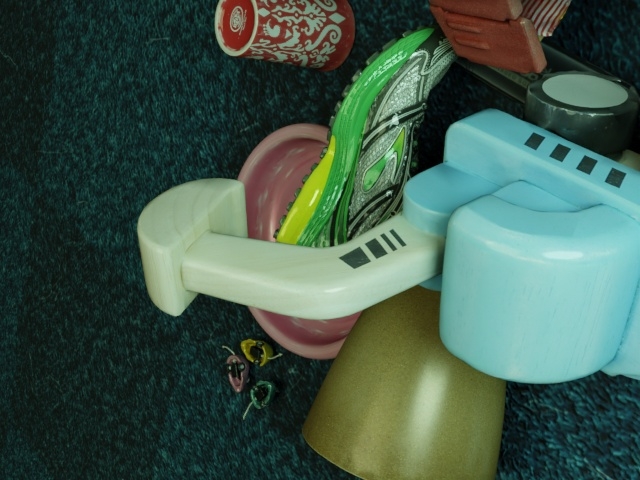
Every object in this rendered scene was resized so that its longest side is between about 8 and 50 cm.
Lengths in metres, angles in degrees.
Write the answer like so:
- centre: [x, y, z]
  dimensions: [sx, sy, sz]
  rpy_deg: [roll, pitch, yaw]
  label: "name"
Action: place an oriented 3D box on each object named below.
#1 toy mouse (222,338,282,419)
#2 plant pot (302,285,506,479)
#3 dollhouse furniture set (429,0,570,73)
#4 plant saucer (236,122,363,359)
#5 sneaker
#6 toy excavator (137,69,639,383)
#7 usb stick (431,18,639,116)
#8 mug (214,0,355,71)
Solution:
- centre: [-0.111, 0.229, 1.310]
  dimensions: [0.161, 0.031, 0.143]
  rpy_deg: [16, 107, 44]
  label: "toy mouse"
- centre: [0.127, 0.143, 0.938]
  dimensions: [0.237, 0.237, 0.254]
  rpy_deg: [20, 95, 42]
  label: "plant pot"
- centre: [0.287, -0.252, 0.682]
  dimensions: [0.374, 0.152, 0.201]
  rpy_deg: [25, 75, 42]
  label: "dollhouse furniture set"
- centre: [0.000, 0.000, 1.127]
  dimensions: [0.332, 0.084, 0.332]
  rpy_deg: [7, 100, 45]
  label: "plant saucer"
- centre: [0.081, -0.090, 0.932]
  dimensions: [0.146, 0.134, 0.343]
  rpy_deg: [29, 103, 17]
  label: "sneaker"
- centre: [0.117, 0.007, 0.718]
  dimensions: [0.433, 0.445, 0.222]
  rpy_deg: [35, 137, 38]
  label: "toy excavator"
- centre: [0.232, -0.195, 0.888]
  dimensions: [0.278, 0.045, 0.077]
  rpy_deg: [42, 117, 34]
  label: "usb stick"
- centre: [-0.053, -0.310, 1.073]
  dimensions: [0.113, 0.169, 0.150]
  rpy_deg: [-4, 93, 47]
  label: "mug"
